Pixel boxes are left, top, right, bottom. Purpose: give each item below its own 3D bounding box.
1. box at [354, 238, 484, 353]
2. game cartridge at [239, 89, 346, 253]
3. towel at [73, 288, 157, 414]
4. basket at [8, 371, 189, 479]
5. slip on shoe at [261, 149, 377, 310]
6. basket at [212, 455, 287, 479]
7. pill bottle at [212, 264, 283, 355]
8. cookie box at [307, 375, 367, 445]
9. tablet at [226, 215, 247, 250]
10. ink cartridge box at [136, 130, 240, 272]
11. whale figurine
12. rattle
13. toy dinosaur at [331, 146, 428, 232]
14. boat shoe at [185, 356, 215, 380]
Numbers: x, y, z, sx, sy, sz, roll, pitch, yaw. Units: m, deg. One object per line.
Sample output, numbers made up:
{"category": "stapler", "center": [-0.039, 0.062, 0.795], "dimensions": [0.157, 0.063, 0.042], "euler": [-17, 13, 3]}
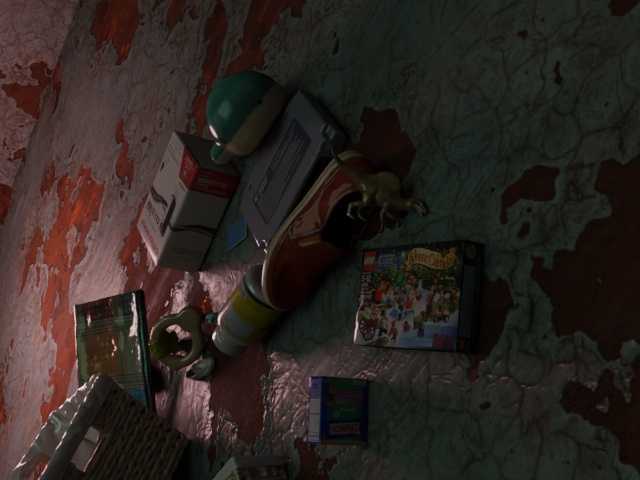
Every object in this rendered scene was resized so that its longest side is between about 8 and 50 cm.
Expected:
{"category": "box", "center": [0.144, 0.086, 1.201], "dimensions": [0.233, 0.044, 0.159], "euler": [-7, 75, 54]}
{"category": "game cartridge", "center": [-0.064, -0.137, 1.567], "dimensions": [0.294, 0.060, 0.196], "euler": [-60, 41, 25]}
{"category": "towel", "center": [-0.523, 0.325, 1.983], "dimensions": [0.271, 0.040, 0.370], "euler": [-14, 78, 33]}
{"category": "basket", "center": [-0.507, 0.526, 1.735], "dimensions": [0.331, 0.266, 0.328], "euler": [-38, 22, 44]}
{"category": "slip on shoe", "center": [0.000, 0.000, 1.382], "dimensions": [0.331, 0.123, 0.101], "euler": [-56, 43, 22]}
{"category": "basket", "center": [-0.137, 0.477, 1.433], "dimensions": [0.167, 0.113, 0.103], "euler": [-54, 43, 32]}
{"category": "pill bottle", "center": [-0.138, 0.141, 1.543], "dimensions": [0.184, 0.103, 0.103], "euler": [-53, 41, 33]}
{"category": "cookie box", "center": [0.028, 0.275, 1.272], "dimensions": [0.040, 0.091, 0.107], "euler": [-18, 67, 56]}
{"category": "tablet", "center": [-0.185, -0.016, 1.747], "dimensions": [0.083, 0.006, 0.054], "euler": [-34, 53, 45]}
{"category": "ink cartridge box", "center": [-0.318, -0.090, 1.867], "dimensions": [0.197, 0.114, 0.273], "euler": [51, 122, 49]}
{"category": "whale figurine", "center": [-0.178, -0.259, 1.662], "dimensions": [0.216, 0.141, 0.272], "euler": [-56, 11, -18]}
{"category": "rattle", "center": [-0.290, 0.197, 1.816], "dimensions": [0.130, 0.143, 0.200], "euler": [40, 100, 18]}
{"category": "toy dinosaur", "center": [0.083, -0.074, 1.275], "dimensions": [0.093, 0.183, 0.053], "euler": [-61, -6, 13]}
{"category": "boat shoe", "center": [-0.268, 0.284, 1.751], "dimensions": [0.100, 0.035, 0.035], "euler": [-37, 51, 45]}
